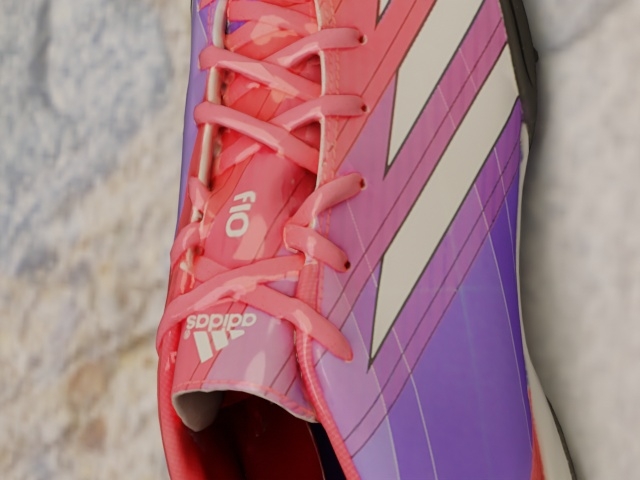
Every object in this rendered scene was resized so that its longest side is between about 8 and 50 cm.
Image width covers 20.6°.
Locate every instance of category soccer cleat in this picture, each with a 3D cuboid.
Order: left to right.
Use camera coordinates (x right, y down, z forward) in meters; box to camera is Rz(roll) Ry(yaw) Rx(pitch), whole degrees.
[{"bbox_3d":[0.000,0.000,0.512,0.108,0.116,0.318,-17,77,38],"label":"soccer cleat"}]
